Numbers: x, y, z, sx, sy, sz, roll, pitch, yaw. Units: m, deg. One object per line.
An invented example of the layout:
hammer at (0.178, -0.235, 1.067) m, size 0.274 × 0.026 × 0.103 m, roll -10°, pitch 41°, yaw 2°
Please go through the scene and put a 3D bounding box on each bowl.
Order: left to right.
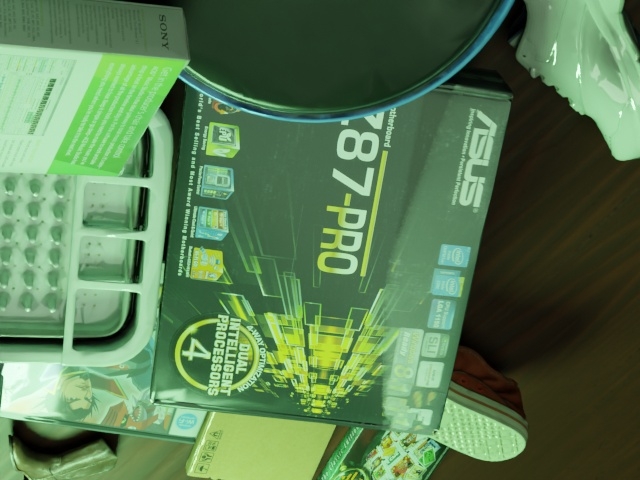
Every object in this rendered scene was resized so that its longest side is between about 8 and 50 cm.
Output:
bowl at (-0.006, -0.273, 1.032) m, size 0.391 × 0.077 × 0.391 m, roll 0°, pitch 123°, yaw 0°

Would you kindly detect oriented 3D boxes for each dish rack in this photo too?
dish rack at (-0.323, -0.022, 1.218) m, size 0.333 × 0.072 × 0.285 m, roll 3°, pitch 107°, yaw -17°

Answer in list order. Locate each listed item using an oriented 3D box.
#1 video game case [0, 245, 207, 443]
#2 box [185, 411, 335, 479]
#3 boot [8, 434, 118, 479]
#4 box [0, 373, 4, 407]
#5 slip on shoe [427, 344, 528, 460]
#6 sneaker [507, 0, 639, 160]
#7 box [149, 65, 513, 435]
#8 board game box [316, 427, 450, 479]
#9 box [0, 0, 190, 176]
video game case at (-0.232, 0.110, 1.382) m, size 0.275 × 0.035 × 0.248 m, roll 12°, pitch 119°, yaw -22°
box at (-0.058, 0.217, 1.509) m, size 0.164 × 0.021 × 0.201 m, roll 11°, pitch 119°, yaw -22°
boot at (-0.301, 0.249, 1.453) m, size 0.114 × 0.037 × 0.106 m, roll -15°, pitch 138°, yaw -2°
box at (-0.562, 0.257, 1.262) m, size 0.395 × 0.212 × 0.293 m, roll 18°, pitch 116°, yaw -19°
slip on shoe at (0.112, 0.152, 1.470) m, size 0.331 × 0.101 × 0.123 m, roll 30°, pitch 133°, yaw -21°
sneaker at (0.270, -0.202, 1.289) m, size 0.129 × 0.111 × 0.297 m, roll -19°, pitch 123°, yaw 17°
box at (0.000, 0.000, 1.278) m, size 0.318 × 0.097 × 0.395 m, roll 7°, pitch 112°, yaw -8°
board game box at (0.065, 0.316, 1.605) m, size 0.136 × 0.030 × 0.260 m, roll 18°, pitch 116°, yaw -28°
box at (-0.294, -0.128, 1.019) m, size 0.322 × 0.058 × 0.232 m, roll 3°, pitch 157°, yaw -24°
